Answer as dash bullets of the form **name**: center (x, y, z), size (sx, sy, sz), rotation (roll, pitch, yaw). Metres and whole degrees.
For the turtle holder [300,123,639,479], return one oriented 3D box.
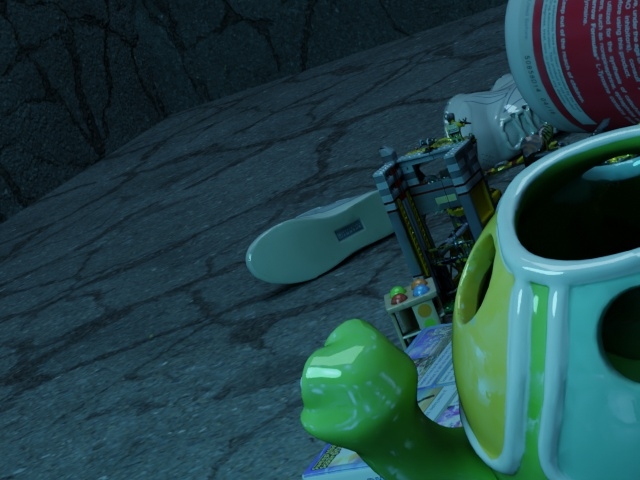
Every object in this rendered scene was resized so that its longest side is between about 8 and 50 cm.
- **turtle holder**: center (0.172, 0.054, 0.912), size (0.320, 0.227, 0.243), rotation (2, 47, 33)

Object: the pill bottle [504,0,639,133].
- **pill bottle**: center (0.412, -0.229, 1.614), size (0.229, 0.229, 0.407), rotation (-31, 21, -33)

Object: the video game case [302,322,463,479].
- **video game case**: center (0.150, 0.126, 1.184), size (0.244, 0.061, 0.269), rotation (-13, 16, 30)

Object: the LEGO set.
- **LEGO set**: center (0.215, -0.068, 1.562), size (0.331, 0.192, 0.255), rotation (-10, 18, 40)

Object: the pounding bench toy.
- **pounding bench toy**: center (0.095, 0.070, 1.491), size (0.052, 0.065, 0.083), rotation (-21, 13, 4)

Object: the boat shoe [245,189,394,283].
- **boat shoe**: center (0.000, -0.001, 1.932), size (0.227, 0.079, 0.081), rotation (-23, 3, -24)

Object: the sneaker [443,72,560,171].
- **sneaker**: center (0.267, -0.171, 2.093), size (0.129, 0.111, 0.297), rotation (-4, 22, 37)
